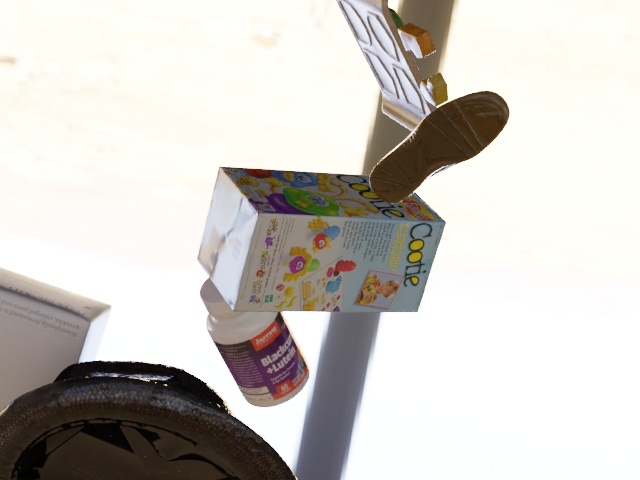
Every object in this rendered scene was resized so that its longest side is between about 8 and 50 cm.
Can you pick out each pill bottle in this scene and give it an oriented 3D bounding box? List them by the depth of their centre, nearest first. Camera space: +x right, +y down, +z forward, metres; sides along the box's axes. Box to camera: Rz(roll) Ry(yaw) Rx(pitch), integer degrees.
[{"bbox_3d":[-0.095,0.131,2.021,0.108,0.193,0.108,-17,-146,12],"label":"pill bottle"}]

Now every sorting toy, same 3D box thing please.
[{"bbox_3d":[0.112,-0.245,1.952,0.041,0.229,0.307,-29,-154,-9],"label":"sorting toy"}]

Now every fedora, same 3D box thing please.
[{"bbox_3d":[-0.181,0.225,1.478,0.334,0.334,0.152,9,-146,-7],"label":"fedora"}]

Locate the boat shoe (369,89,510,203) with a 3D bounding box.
[{"bbox_3d":[0.109,-0.088,1.301,0.056,0.153,0.048,49,-148,-2],"label":"boat shoe"}]

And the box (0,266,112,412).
[{"bbox_3d":[-0.351,0.134,1.614,0.181,0.182,0.119,19,-172,0],"label":"box"}]

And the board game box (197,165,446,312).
[{"bbox_3d":[0.000,0.000,1.906,0.275,0.144,0.142,3,-153,-28],"label":"board game box"}]
